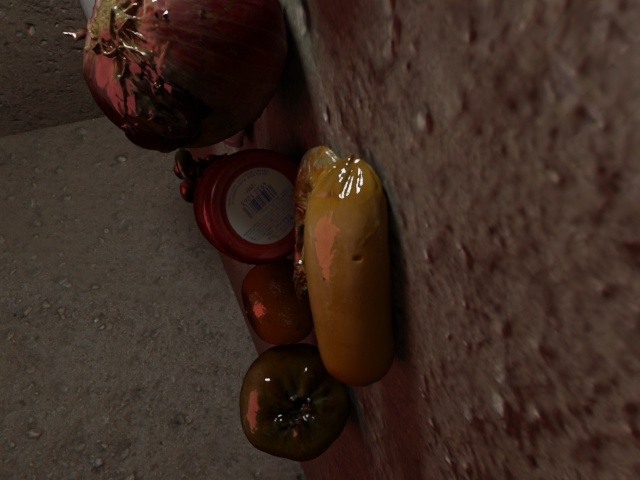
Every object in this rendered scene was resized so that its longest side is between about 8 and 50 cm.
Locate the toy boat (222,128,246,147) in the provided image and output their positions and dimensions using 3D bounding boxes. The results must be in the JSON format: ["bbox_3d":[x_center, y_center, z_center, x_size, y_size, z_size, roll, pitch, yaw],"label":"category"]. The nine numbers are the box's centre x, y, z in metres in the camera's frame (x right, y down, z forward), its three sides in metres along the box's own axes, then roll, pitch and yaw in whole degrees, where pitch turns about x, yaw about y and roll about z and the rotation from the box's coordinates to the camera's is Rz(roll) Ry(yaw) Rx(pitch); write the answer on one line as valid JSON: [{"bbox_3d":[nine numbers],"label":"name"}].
[{"bbox_3d":[-0.238,-0.391,1.057,0.206,0.096,0.283,46,137,39],"label":"toy boat"}]

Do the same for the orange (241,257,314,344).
[{"bbox_3d":[-0.107,0.151,1.029,0.224,0.169,0.224,166,90,-68],"label":"orange"}]

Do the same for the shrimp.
[{"bbox_3d":[-0.014,-0.018,0.719,0.154,0.062,0.295,41,126,45],"label":"shrimp"}]

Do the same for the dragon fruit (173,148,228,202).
[{"bbox_3d":[-0.220,-0.106,0.976,0.218,0.272,0.199,38,119,48],"label":"dragon fruit"}]

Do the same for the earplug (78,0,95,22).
[{"bbox_3d":[-0.603,-0.693,1.421,0.395,0.312,0.312,67,161,4],"label":"earplug"}]

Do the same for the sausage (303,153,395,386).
[{"bbox_3d":[0.040,0.054,0.616,0.134,0.116,0.355,16,124,43],"label":"sausage"}]

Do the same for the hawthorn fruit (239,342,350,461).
[{"bbox_3d":[-0.073,0.388,1.050,0.301,0.267,0.268,148,102,-73],"label":"hawthorn fruit"}]

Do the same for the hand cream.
[{"bbox_3d":[-0.133,-0.067,0.824,0.149,0.230,0.231,8,115,67],"label":"hand cream"}]

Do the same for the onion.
[{"bbox_3d":[-0.230,-0.321,0.683,0.354,0.353,0.354,54,154,41],"label":"onion"}]
